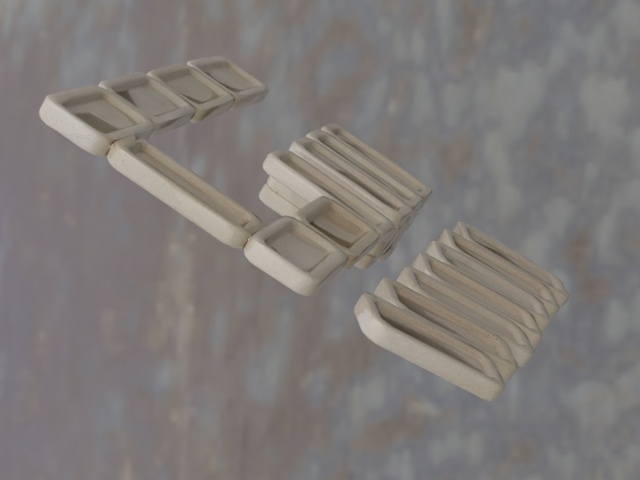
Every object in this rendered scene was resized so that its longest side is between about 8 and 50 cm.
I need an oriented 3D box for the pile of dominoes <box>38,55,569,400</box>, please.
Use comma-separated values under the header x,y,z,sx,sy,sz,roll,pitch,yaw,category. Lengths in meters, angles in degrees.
x,y,z,sx,sy,sz,roll,pitch,yaw,category
0.000,0.000,0.792,0.040,0.196,0.251,-57,-6,15,pile of dominoes
